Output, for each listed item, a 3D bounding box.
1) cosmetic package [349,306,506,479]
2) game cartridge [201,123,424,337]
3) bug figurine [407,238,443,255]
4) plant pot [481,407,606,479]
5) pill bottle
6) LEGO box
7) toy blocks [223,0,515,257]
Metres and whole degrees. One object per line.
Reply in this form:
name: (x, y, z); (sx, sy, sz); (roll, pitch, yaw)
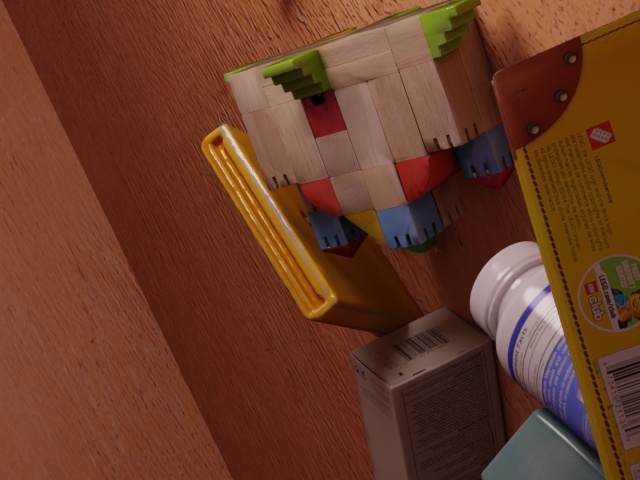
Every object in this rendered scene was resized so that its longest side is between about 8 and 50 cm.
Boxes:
cosmetic package: (0.153, 0.264, 1.899); (0.113, 0.160, 0.309); (37, 144, 53)
game cartridge: (0.000, 0.000, 1.876); (0.285, 0.052, 0.323); (57, -166, 22)
bug figurine: (0.079, -0.098, 1.810); (0.216, 0.072, 0.279); (49, 153, 37)
plant pot: (0.293, 0.287, 1.483); (0.234, 0.165, 0.165); (50, 119, 28)
pill bottle: (0.275, 0.112, 1.459); (0.272, 0.152, 0.152); (42, 149, 47)
LEGO box: (0.312, 0.136, 0.909); (0.372, 0.193, 0.500); (35, -143, -57)
toy blocks: (0.068, -0.109, 1.632); (0.381, 0.190, 0.261); (-11, 104, 41)
